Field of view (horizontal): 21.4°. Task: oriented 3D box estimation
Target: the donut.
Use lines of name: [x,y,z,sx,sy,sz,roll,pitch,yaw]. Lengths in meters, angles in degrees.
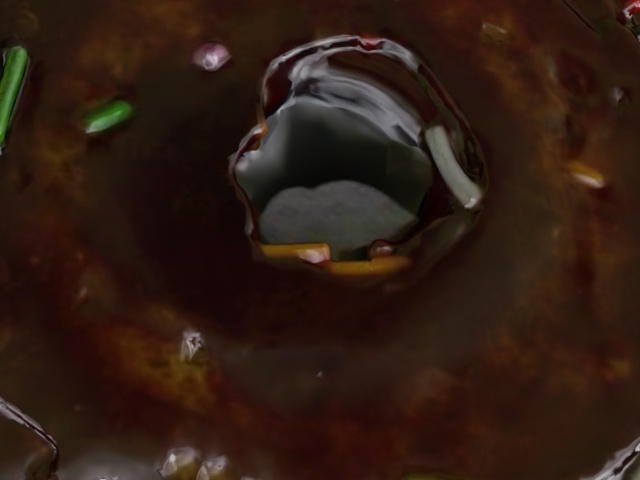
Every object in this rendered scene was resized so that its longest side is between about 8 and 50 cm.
donut: [0.000,0.000,0.456,0.235,0.235,0.089,-25,161,-15]
